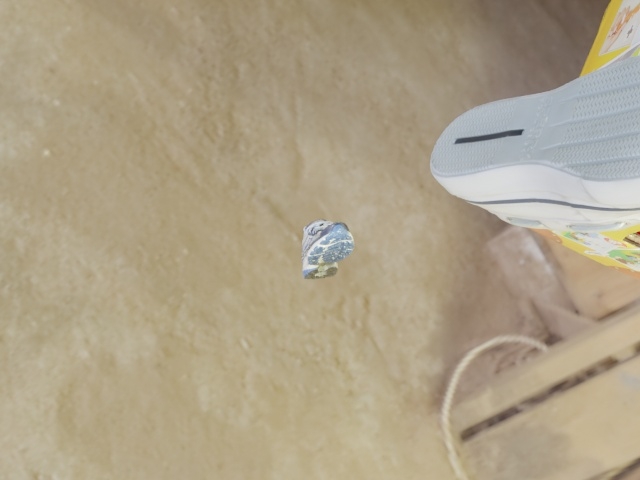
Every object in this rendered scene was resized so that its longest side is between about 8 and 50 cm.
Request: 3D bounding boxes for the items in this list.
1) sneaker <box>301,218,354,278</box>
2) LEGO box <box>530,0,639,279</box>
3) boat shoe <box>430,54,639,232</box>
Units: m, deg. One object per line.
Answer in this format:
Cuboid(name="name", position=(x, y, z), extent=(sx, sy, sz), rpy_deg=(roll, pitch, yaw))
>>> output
Cuboid(name="sneaker", position=(0.000, 0.000, 1.385), extent=(0.052, 0.135, 0.058), rpy_deg=(-7, 72, -17))
Cuboid(name="LEGO box", position=(0.429, -0.165, 1.263), extent=(0.193, 0.500, 0.373), rpy_deg=(24, 84, -5))
Cuboid(name="boat shoe", position=(0.156, -0.044, 0.650), extent=(0.075, 0.226, 0.083), rpy_deg=(35, 77, -27))
